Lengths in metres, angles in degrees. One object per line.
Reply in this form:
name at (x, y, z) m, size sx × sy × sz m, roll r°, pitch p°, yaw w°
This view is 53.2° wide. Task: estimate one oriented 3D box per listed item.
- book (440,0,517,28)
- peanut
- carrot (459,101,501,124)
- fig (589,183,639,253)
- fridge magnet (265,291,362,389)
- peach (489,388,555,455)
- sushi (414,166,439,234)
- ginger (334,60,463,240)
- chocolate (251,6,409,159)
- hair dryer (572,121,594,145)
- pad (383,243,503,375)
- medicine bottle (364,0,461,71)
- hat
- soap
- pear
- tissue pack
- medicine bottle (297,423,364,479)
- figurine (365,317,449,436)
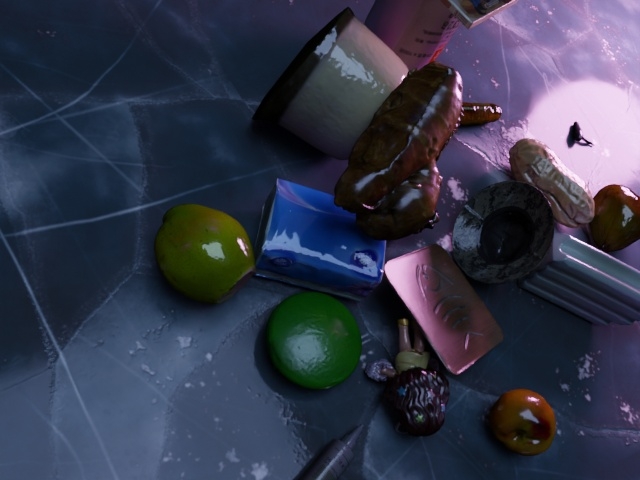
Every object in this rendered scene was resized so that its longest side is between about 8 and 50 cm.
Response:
book at (0.305, -0.605, 1.443) m, size 0.202 × 0.027 × 0.264 m, roll -35°, pitch 80°, yaw -31°
peanut at (0.624, -0.155, 1.729) m, size 0.290 × 0.130 × 0.130 m, roll 47°, pitch 58°, yaw 7°
carrot at (0.387, -0.357, 1.783) m, size 0.260 × 0.070 × 0.070 m, roll -5°, pitch 66°, yaw -24°
fig at (0.787, -0.033, 1.729) m, size 0.170 × 0.145 × 0.274 m, roll 41°, pitch 69°, yaw 4°
fridge magnet at (-0.014, 0.205, 1.318) m, size 0.208 × 0.088 × 0.208 m, roll 9°, pitch 61°, yaw -17°
peach at (0.437, 0.386, 1.373) m, size 0.138 × 0.138 × 0.138 m, roll 9°, pitch 61°, yaw -16°
sushi at (0.216, -0.091, 1.536) m, size 0.140 × 0.149 × 0.287 m, roll 11°, pitch 28°, yaw 15°
ginger at (0.187, -0.177, 1.340) m, size 0.254 × 0.176 × 0.418 m, roll 48°, pitch 62°, yaw -40°
chocolate at (0.051, -0.337, 1.527) m, size 0.297 × 0.326 × 0.314 m, roll 44°, pitch 49°, yaw -15°
hair dryer at (0.801, -0.318, 1.947) m, size 0.083 × 0.031 × 0.079 m, roll 31°, pitch 47°, yaw -19°
pad at (0.281, 0.142, 1.440) m, size 0.286 × 0.018 × 0.284 m, roll -16°, pitch 68°, yaw -52°
medicine bottle at (0.236, -0.563, 1.643) m, size 0.219 × 0.388 × 0.219 m, roll 10°, pitch 59°, yaw -17°
hat at (0.461, -0.008, 1.579) m, size 0.128 × 0.265 × 0.265 m, roll 26°, pitch 45°, yaw -57°
soap at (0.659, 0.104, 1.575) m, size 0.289 × 0.173 × 0.095 m, roll 26°, pitch 57°, yaw -6°
pear at (-0.239, 0.021, 1.278) m, size 0.220 × 0.187 × 0.187 m, roll 44°, pitch 57°, yaw 7°
tissue pack at (0.000, 0.000, 1.397) m, size 0.263 × 0.146 × 0.198 m, roll 16°, pitch 60°, yaw -13°
medicine bottle at (0.023, 0.427, 1.232) m, size 0.057 × 0.057 × 0.199 m, roll 45°, pitch 57°, yaw 6°
figurine at (0.195, 0.287, 1.337) m, size 0.175 × 0.116 × 0.240 m, roll 3°, pitch 62°, yaw -20°
